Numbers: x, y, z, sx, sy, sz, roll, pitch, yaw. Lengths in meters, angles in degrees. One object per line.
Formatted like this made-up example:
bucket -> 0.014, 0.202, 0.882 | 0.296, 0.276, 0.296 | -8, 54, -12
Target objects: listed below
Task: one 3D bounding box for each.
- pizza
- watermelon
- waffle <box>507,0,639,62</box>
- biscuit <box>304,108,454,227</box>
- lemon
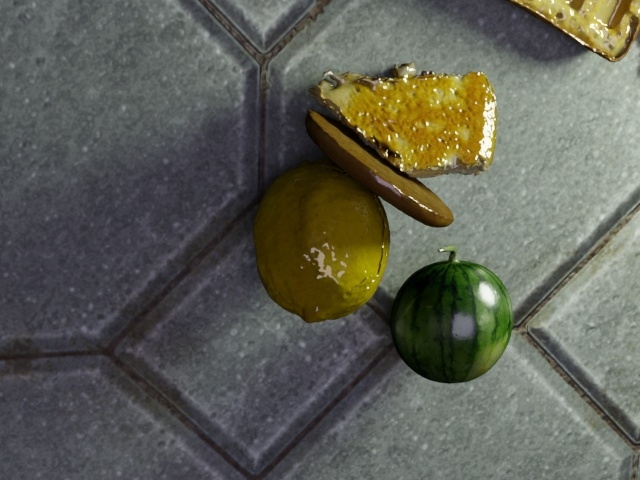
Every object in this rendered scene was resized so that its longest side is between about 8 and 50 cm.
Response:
pizza -> 0.126, -0.179, 1.986 | 0.297, 0.071, 0.189 | 2, 70, -22
watermelon -> 0.199, 0.110, 2.054 | 0.188, 0.188, 0.215 | -3, 97, -14
waffle -> 0.367, -0.463, 2.001 | 0.348, 0.077, 0.304 | 24, 98, -20
biscuit -> 0.079, -0.098, 1.928 | 0.262, 0.262, 0.037 | 32, 102, -20
lemon -> 0.000, 0.000, 1.956 | 0.204, 0.204, 0.260 | 12, 65, -18
